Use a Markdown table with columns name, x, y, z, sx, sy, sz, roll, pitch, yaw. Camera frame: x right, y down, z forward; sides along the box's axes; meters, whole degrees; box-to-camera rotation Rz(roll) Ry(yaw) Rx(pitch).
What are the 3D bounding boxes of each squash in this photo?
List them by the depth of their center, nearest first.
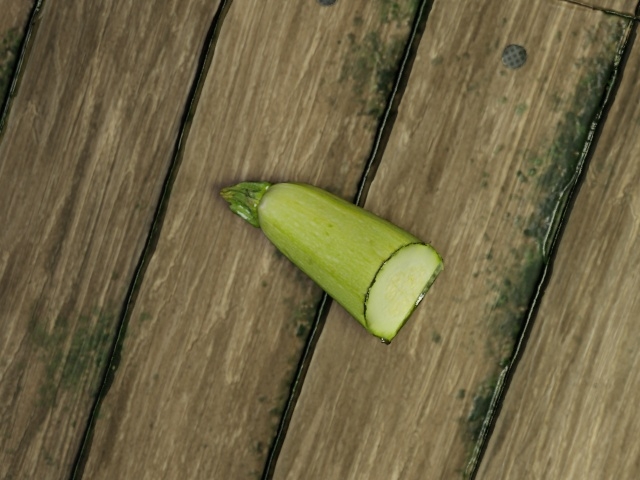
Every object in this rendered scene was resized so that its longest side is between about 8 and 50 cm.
| name | x | y | z | sx | sy | sz | roll | pitch | yaw |
| --- | --- | --- | --- | --- | --- | --- | --- | --- | --- |
| squash | 0.007 | -0.010 | 1.106 | 0.287 | 0.137 | 0.137 | 37 | 97 | 8 |
